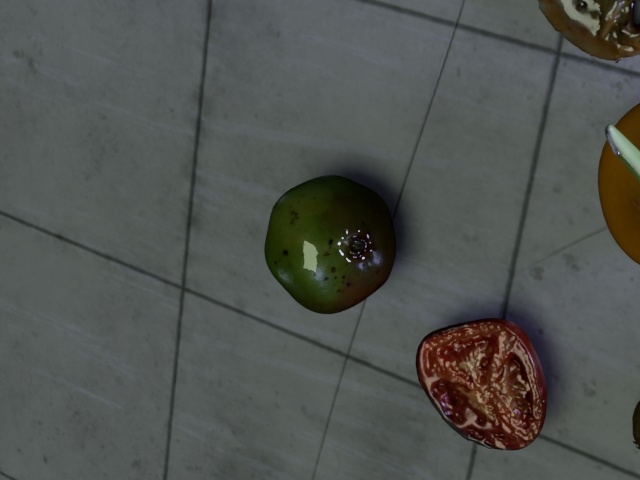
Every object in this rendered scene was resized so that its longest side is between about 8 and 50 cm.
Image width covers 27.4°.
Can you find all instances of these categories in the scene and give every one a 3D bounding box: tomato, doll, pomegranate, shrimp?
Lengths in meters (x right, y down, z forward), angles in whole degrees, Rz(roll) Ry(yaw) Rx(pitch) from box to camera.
[{"bbox_3d":[0.219,0.181,1.689,0.166,0.082,0.174,-17,93,32],"label":"tomato"},{"bbox_3d":[0.384,-0.051,1.402,0.213,0.236,0.214,13,113,32],"label":"doll"},{"bbox_3d":[0.000,0.000,1.724,0.209,0.180,0.180,20,121,59],"label":"pomegranate"},{"bbox_3d":[0.361,-0.256,1.449,0.287,0.063,0.152,27,122,26],"label":"shrimp"}]

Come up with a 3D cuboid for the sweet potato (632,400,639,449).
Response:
[{"bbox_3d":[0.460,0.180,1.550,0.233,0.062,0.081,-34,103,33],"label":"sweet potato"}]
